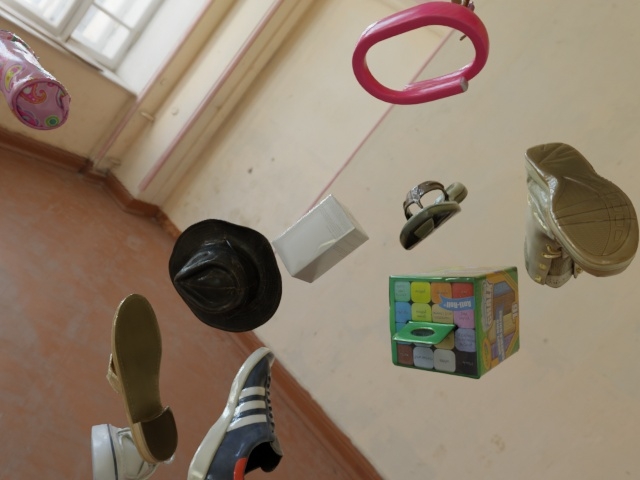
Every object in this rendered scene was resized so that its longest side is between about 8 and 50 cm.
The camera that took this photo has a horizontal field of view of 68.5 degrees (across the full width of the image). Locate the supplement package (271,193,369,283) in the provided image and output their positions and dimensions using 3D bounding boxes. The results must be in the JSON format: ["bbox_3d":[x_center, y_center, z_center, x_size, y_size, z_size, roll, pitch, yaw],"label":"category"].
[{"bbox_3d":[0.000,0.000,1.067,0.105,0.179,0.105,57,11,24],"label":"supplement package"}]

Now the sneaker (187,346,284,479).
[{"bbox_3d":[-0.131,0.372,0.949,0.148,0.131,0.350,20,38,4],"label":"sneaker"}]

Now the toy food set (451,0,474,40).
[{"bbox_3d":[0.284,-0.474,0.946,0.019,0.078,0.122,27,-29,41],"label":"toy food set"}]

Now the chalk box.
[{"bbox_3d":[0.247,0.146,0.901,0.180,0.179,0.289,-2,0,39],"label":"chalk box"}]

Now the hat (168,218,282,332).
[{"bbox_3d":[-0.268,0.105,1.177,0.331,0.331,0.134,40,22,7],"label":"hat"}]

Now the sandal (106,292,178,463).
[{"bbox_3d":[-0.280,0.204,0.685,0.088,0.079,0.240,4,68,-64],"label":"sandal"}]

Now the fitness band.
[{"bbox_3d":[0.204,-0.383,0.990,0.290,0.054,0.209,-4,-32,38],"label":"fitness band"}]

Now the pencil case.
[{"bbox_3d":[-0.645,-0.352,1.019,0.284,0.124,0.124,43,8,31],"label":"pencil case"}]

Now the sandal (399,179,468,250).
[{"bbox_3d":[0.198,-0.063,0.878,0.086,0.120,0.303,49,27,3],"label":"sandal"}]

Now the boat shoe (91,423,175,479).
[{"bbox_3d":[-0.390,0.450,0.994,0.156,0.367,0.136,-6,69,-22],"label":"boat shoe"}]

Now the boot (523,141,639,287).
[{"bbox_3d":[0.357,0.004,0.678,0.262,0.095,0.203,-90,167,-51],"label":"boot"}]
